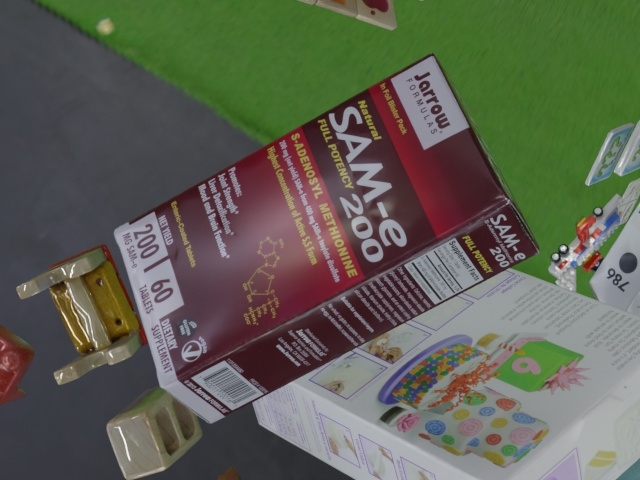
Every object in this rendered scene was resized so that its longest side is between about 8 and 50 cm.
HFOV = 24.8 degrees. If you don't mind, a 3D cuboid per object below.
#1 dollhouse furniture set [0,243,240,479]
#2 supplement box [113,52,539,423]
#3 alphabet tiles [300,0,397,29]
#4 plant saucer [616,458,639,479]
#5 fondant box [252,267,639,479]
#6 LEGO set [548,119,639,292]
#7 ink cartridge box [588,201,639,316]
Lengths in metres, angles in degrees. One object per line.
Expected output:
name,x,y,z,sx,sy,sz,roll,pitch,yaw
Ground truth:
dollhouse furniture set,-0.207,0.206,1.374,0.201,0.152,0.374,-22,94,14
supplement box,0.000,0.000,0.917,0.239,0.130,0.073,-29,145,9
alphabet tiles,-0.003,-0.403,1.638,0.011,0.285,0.343,-32,56,43
plant saucer,0.477,0.333,1.909,0.317,0.044,0.318,-3,69,8
fondant box,0.122,0.125,1.297,0.330,0.238,0.096,21,135,46
LEGO set,0.360,-0.038,1.736,0.060,0.182,0.244,40,128,27
ink cartridge box,0.388,-0.014,1.499,0.065,0.165,0.333,43,112,38
